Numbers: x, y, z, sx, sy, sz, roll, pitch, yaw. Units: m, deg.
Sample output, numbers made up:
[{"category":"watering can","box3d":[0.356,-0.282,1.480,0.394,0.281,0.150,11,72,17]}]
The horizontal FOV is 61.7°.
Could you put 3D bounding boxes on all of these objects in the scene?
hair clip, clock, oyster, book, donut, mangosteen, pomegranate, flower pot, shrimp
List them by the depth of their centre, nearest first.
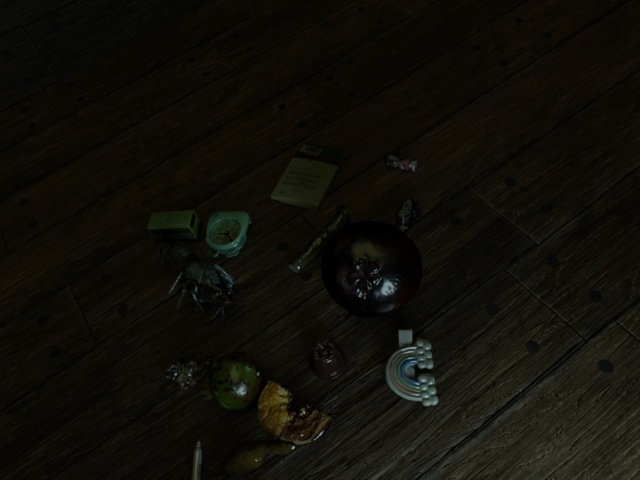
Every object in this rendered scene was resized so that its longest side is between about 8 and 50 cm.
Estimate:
[{"category":"donut","box3d":[-0.078,0.484,1.454,0.217,0.085,0.141,28,65,28]},{"category":"hair clip","box3d":[0.249,0.355,1.504,0.140,0.054,0.220,-2,58,3]},{"category":"pomegranate","box3d":[-0.257,0.400,1.519,0.204,0.159,0.159,-27,50,24]},{"category":"flower pot","box3d":[0.016,0.332,1.538,0.111,0.089,0.111,-5,54,8]},{"category":"mangosteen","box3d":[0.150,0.085,1.588,0.296,0.293,0.298,0,80,1]},{"category":"oyster","box3d":[-0.389,0.377,1.617,0.103,0.051,0.148,36,59,23]},{"category":"shrimp","box3d":[-0.403,0.124,1.740,0.221,0.166,0.410,-21,54,-38]},{"category":"clock","box3d":[-0.329,-0.017,1.876,0.148,0.060,0.189,2,56,12]},{"category":"book","box3d":[-0.041,-0.247,1.999,0.201,0.026,0.290,16,60,22]}]

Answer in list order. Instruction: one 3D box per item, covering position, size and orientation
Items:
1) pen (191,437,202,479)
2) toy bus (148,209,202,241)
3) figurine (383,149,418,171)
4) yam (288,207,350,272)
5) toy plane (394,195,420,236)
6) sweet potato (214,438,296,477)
[{"category":"pen","box3d":[-0.334,0.641,1.433,0.026,0.026,0.218,-9,54,5]},{"category":"toy bus","box3d":[-0.526,-0.054,1.920,0.174,0.101,0.088,-2,55,12]},{"category":"figurine","box3d":[0.292,-0.294,1.946,0.129,0.054,0.072,17,56,20]},{"category":"yam","box3d":[0.000,0.000,1.797,0.061,0.061,0.274,33,68,30]},{"category":"toy plane","box3d":[0.287,-0.072,1.795,0.078,0.053,0.197,1,54,22]},{"category":"sweet potato","box3d":[-0.172,0.557,1.403,0.269,0.074,0.075,-29,50,24]}]
